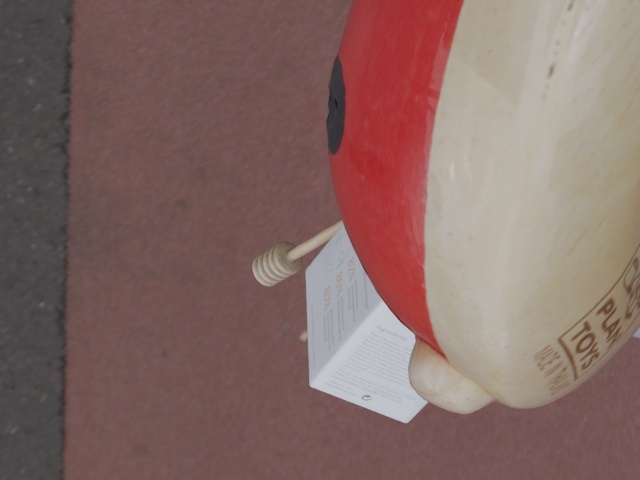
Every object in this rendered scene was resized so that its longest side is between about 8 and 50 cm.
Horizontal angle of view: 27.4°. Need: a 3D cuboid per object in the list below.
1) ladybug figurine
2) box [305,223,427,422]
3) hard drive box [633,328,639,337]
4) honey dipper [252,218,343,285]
[{"bbox_3d":[0.134,-0.132,0.624,0.162,0.305,0.449,22,74,26],"label":"ladybug figurine"},{"bbox_3d":[0.070,0.029,0.988,0.091,0.130,0.170,24,127,-22],"label":"box"},{"bbox_3d":[0.275,-0.047,0.969,0.089,0.181,0.232,15,156,11],"label":"hard drive box"},{"bbox_3d":[0.000,0.000,1.101,0.160,0.030,0.030,-29,100,46],"label":"honey dipper"}]
